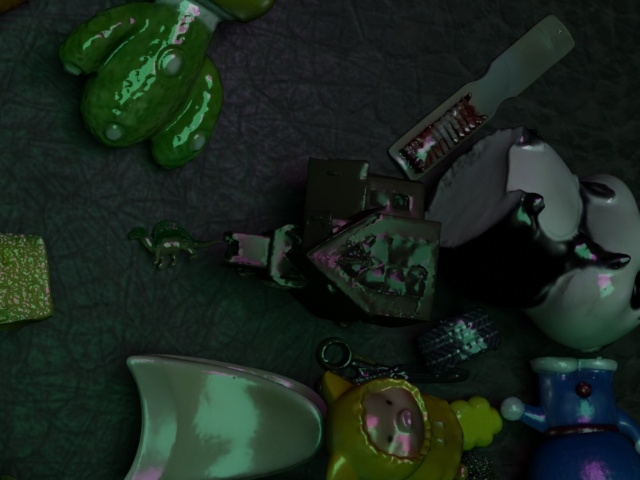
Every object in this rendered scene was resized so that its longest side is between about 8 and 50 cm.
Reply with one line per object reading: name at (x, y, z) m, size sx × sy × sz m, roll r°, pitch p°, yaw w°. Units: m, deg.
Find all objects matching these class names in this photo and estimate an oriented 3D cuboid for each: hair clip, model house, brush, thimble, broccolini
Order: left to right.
hair clip at (-0.113, 0.230, 1.697) m, size 0.282 × 0.113 × 0.172 m, roll 3°, pitch 87°, yaw -14°
model house at (0.000, 0.000, 1.680) m, size 0.243 × 0.211 × 0.204 m, roll 7°, pitch 85°, yaw -18°
hair clip at (0.167, 0.248, 1.816) m, size 0.173 × 0.046 × 0.072 m, roll -2°, pitch 88°, yaw -19°
thimble at (0.183, 0.133, 1.793) m, size 0.104 × 0.095 × 0.066 m, roll -22°, pitch 81°, yaw -30°
brush at (0.228, -0.199, 1.850) m, size 0.321 × 0.050 × 0.060 m, roll -40°, pitch 97°, yaw -16°
broccolini at (0.262, 0.372, 1.839) m, size 0.058 × 0.067 × 0.216 m, roll -38°, pitch 103°, yaw 23°

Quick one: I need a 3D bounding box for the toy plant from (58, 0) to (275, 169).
toy plant at (-0.185, -0.253, 1.654) m, size 0.224 × 0.184 × 0.316 m, roll 27°, pitch 91°, yaw -34°

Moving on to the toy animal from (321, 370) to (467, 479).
toy animal at (0.095, 0.248, 1.685) m, size 0.230 × 0.156 × 0.156 m, roll 23°, pitch 81°, yaw -40°

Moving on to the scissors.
scissors at (0.099, 0.177, 1.811) m, size 0.220 × 0.017 × 0.088 m, roll 4°, pitch 85°, yaw -19°

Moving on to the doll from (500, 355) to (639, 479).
doll at (0.348, 0.280, 1.835) m, size 0.215 × 0.161 × 0.257 m, roll 2°, pitch 71°, yaw -6°

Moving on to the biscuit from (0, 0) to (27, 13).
biscuit at (-0.405, -0.373, 1.599) m, size 0.220 × 0.066 × 0.220 m, roll -6°, pitch 100°, yaw -37°

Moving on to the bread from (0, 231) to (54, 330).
bread at (-0.384, 0.051, 1.601) m, size 0.129 × 0.111 × 0.114 m, roll 6°, pitch 81°, yaw -41°

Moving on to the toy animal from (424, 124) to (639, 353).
toy animal at (0.307, 0.010, 1.783) m, size 0.310 × 0.251 × 0.251 m, roll 35°, pitch 78°, yaw -23°

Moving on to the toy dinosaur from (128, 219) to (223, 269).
toy dinosaur at (-0.181, 0.000, 1.717) m, size 0.119 × 0.029 × 0.060 m, roll -11°, pitch 77°, yaw -20°

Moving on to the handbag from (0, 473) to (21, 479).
handbag at (-0.368, 0.429, 1.521) m, size 0.263 × 0.222 × 0.241 m, roll 45°, pitch 58°, yaw -13°
